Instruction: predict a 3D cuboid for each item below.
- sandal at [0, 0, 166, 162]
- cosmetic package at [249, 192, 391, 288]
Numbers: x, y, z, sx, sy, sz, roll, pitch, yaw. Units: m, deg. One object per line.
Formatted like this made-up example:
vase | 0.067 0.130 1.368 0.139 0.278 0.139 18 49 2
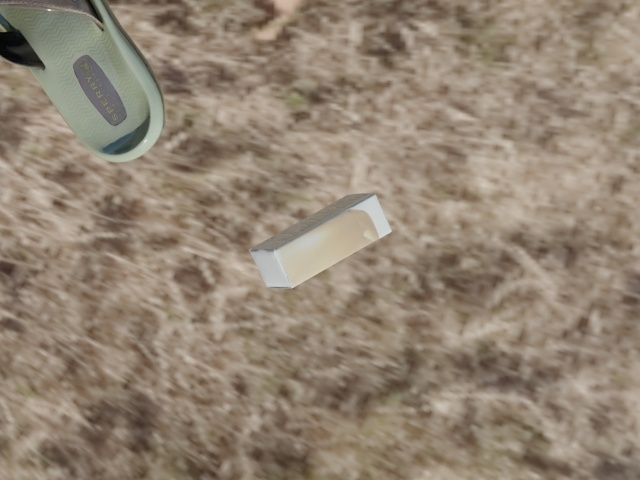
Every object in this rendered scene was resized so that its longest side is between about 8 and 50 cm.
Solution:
sandal | -0.250 -0.197 1.652 0.120 0.086 0.303 -39 92 27
cosmetic package | 0.000 0.000 1.701 0.115 0.060 0.041 -29 102 -22
